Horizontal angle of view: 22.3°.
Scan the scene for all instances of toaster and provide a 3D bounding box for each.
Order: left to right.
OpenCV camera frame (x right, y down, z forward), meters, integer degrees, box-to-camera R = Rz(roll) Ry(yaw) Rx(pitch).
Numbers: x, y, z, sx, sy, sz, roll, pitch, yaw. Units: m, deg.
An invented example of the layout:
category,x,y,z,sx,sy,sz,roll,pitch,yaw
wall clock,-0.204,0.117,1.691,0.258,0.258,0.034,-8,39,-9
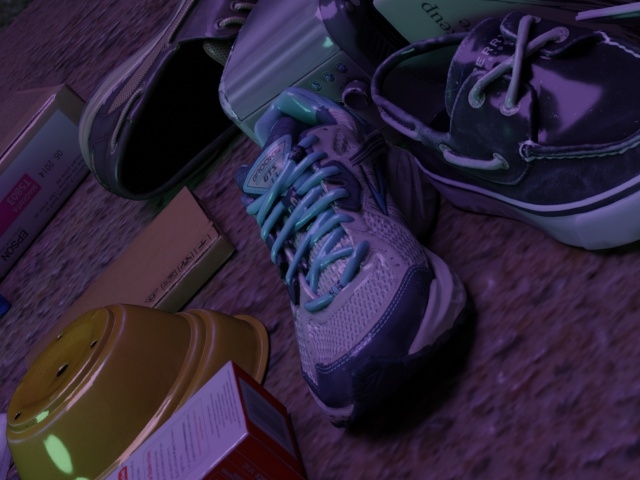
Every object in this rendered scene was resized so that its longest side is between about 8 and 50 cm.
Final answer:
category,x,y,z,sx,sy,sz,roll,pitch,yaw
toaster,0.022,-0.146,1.151,0.146,0.129,0.227,-34,26,38

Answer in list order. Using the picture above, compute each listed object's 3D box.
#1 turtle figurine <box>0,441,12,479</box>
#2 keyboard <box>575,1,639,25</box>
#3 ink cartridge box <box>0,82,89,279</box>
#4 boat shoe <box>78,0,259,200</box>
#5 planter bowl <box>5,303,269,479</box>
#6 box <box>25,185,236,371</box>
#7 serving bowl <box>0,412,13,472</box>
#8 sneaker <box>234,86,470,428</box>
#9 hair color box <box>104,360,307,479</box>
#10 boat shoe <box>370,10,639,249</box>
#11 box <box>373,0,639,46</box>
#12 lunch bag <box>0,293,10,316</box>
category,x,y,z,sx,sy,sz,roll,pitch,yaw
turtle figurine,-0.297,0.205,1.038,0.275,0.198,0.266,-60,29,-9
keyboard,0.231,-0.119,0.772,0.072,0.014,0.256,-9,4,-31
ink cartridge box,-0.348,-0.056,1.767,0.235,0.088,0.193,-52,23,-13
boat shoe,-0.068,-0.168,1.403,0.355,0.132,0.130,-52,29,11
planter bowl,-0.141,0.108,1.066,0.217,0.090,0.217,-40,22,20
box,-0.156,0.052,1.292,0.201,0.021,0.164,-47,21,2
serving bowl,-0.270,0.169,1.296,0.083,0.027,0.083,-41,21,20
sneaker,0.000,0.000,0.937,0.110,0.122,0.283,-42,21,15
hair color box,-0.088,0.157,0.926,0.167,0.053,0.093,-43,22,9
boat shoe,0.116,-0.073,0.870,0.108,0.102,0.301,-50,21,-8
box,0.163,-0.174,0.950,0.275,0.113,0.094,-19,36,54
lunch bag,-0.395,0.051,1.609,0.151,0.129,0.096,-27,28,39
